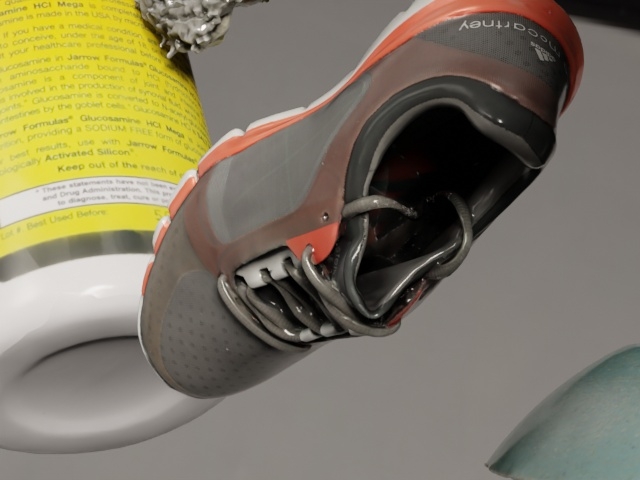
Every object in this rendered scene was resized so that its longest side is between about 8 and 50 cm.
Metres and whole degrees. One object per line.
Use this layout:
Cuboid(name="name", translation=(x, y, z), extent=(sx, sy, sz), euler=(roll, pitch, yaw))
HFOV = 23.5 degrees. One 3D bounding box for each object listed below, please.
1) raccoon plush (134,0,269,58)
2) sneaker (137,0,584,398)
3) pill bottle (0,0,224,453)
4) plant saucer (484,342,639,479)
Cuboid(name="raccoon plush", translation=(-0.175, -0.272, 0.953), extent=(0.299, 0.446, 0.216), euler=(-83, 179, -47))
Cuboid(name="sneaker", translation=(0.000, 0.000, 0.388), extent=(0.158, 0.061, 0.065), euler=(-45, -159, 34))
Cuboid(name="pill bottle", translation=(-0.161, -0.054, 0.948), extent=(0.188, 0.188, 0.334), euler=(61, 11, -59))
Cuboid(name="plant saucer", translation=(0.146, 0.047, 0.454), extent=(0.195, 0.195, 0.037), euler=(3, 84, -68))
